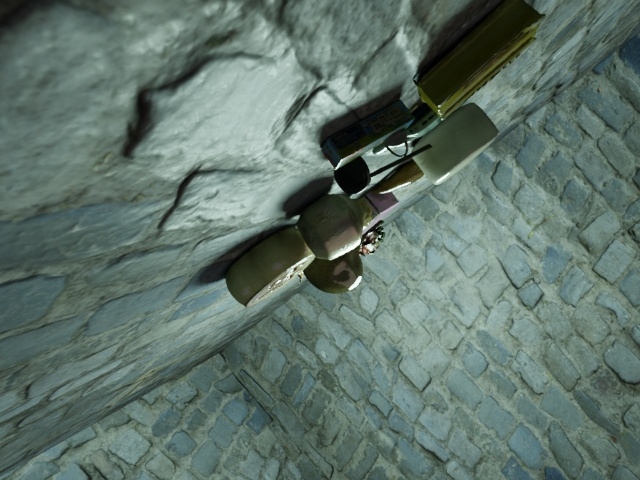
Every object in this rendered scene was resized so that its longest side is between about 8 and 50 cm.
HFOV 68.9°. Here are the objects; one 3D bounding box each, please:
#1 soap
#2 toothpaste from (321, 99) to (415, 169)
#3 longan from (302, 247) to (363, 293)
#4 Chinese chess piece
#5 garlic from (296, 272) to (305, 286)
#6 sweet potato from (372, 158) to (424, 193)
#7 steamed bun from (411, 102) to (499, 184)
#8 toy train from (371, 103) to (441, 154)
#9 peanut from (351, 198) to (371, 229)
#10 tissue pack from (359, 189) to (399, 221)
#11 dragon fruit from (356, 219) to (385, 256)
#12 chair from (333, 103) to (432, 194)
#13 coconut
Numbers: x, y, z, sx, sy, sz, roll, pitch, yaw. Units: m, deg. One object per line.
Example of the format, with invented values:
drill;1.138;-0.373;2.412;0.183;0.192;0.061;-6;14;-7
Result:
soap;0.292;-0.338;0.875;0.233;0.076;0.135;-39;171;15
toothpaste;0.099;-0.196;0.893;0.194;0.070;0.044;-33;173;-23
longan;0.042;0.077;1.655;0.215;0.246;0.246;-57;172;0
Chinese chess piece;-0.141;0.073;1.324;0.270;0.112;0.270;-37;172;-6
garlic;-0.090;0.100;1.781;0.124;0.099;0.174;-50;173;-5
sweet potato;0.291;-0.218;1.589;0.244;0.077;0.077;-37;172;1
steamed bun;0.375;-0.273;1.350;0.164;0.146;0.242;-34;174;-40
toy train;0.223;-0.266;1.088;0.234;0.051;0.052;-39;168;18
peanut;0.068;-0.065;1.424;0.237;0.120;0.110;-19;128;-49
tissue pack;0.159;-0.089;1.717;0.149;0.092;0.246;-31;170;-43
dragon fruit;0.180;-0.017;1.970;0.189;0.182;0.182;4;-176;16
chair;0.126;-0.194;0.984;0.222;0.104;0.095;-39;147;-15
coconut;0.037;-0.044;1.216;0.183;0.170;0.171;-33;172;-2
